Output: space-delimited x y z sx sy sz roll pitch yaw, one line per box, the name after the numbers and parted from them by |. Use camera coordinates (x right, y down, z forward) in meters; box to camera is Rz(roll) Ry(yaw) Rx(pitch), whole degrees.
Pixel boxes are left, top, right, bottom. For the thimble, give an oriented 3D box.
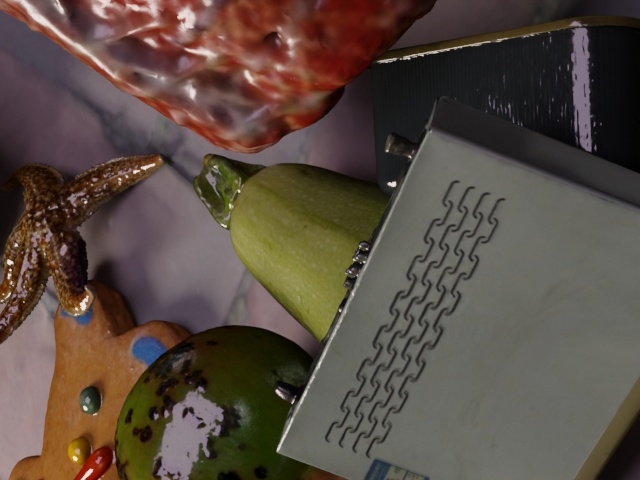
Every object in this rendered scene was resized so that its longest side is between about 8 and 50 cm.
-0.043 -0.234 1.261 0.350 0.230 0.350 -51 14 19 | thimble

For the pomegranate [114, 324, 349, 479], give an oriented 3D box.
-0.045 0.148 1.366 0.205 0.159 0.159 27 105 19 | pomegranate

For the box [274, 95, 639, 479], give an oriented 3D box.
0.099 0.054 1.160 0.045 0.211 0.270 -73 4 -51 | box

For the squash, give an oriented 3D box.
0.015 0.002 1.362 0.287 0.137 0.137 38 112 57 | squash

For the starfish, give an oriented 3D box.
-0.216 -0.012 1.622 0.238 0.057 0.213 -45 40 25 | starfish

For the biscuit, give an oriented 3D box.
-0.182 0.204 1.569 0.205 0.049 0.324 23 102 45 | biscuit

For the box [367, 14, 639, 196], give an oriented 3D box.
0.137 -0.073 1.206 0.201 0.144 0.090 -6 84 44 | box
